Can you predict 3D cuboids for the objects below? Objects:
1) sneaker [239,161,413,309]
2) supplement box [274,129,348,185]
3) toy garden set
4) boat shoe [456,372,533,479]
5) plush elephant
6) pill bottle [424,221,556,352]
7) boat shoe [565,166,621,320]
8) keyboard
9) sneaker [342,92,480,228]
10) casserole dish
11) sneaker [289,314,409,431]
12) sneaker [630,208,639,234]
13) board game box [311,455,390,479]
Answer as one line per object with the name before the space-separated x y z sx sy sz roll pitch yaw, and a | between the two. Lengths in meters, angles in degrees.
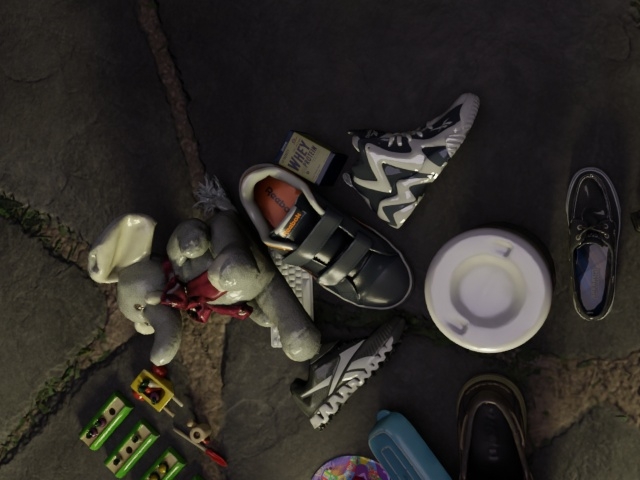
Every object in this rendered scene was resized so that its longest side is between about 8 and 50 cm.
sneaker | 0.000 0.000 1.462 0.321 0.127 0.126 37 98 6
supplement box | -0.014 -0.129 1.483 0.083 0.083 0.056 30 100 13
toy garden set | -0.276 0.350 1.609 0.244 0.049 0.204 43 104 9
boat shoe | 0.259 0.383 1.416 0.132 0.130 0.355 -11 91 17
plush elephant | -0.207 0.071 1.464 0.255 0.272 0.330 -35 52 4
pill bottle | 0.245 0.055 1.318 0.161 0.283 0.161 1 94 16
boat shoe | 0.395 0.007 1.380 0.080 0.076 0.228 3 95 16
keyboard | -0.049 0.047 1.542 0.072 0.014 0.255 -1 94 16
sneaker | 0.124 -0.152 1.436 0.153 0.094 0.235 35 113 2
casserole dish | 0.137 0.349 1.462 0.188 0.037 0.114 53 149 9
sneaker | 0.036 0.190 1.494 0.106 0.078 0.234 43 106 7
sneaker | 0.523 -0.057 1.333 0.130 0.087 0.227 21 105 7
board game box | 0.056 0.434 1.529 0.133 0.033 0.168 -15 90 17
